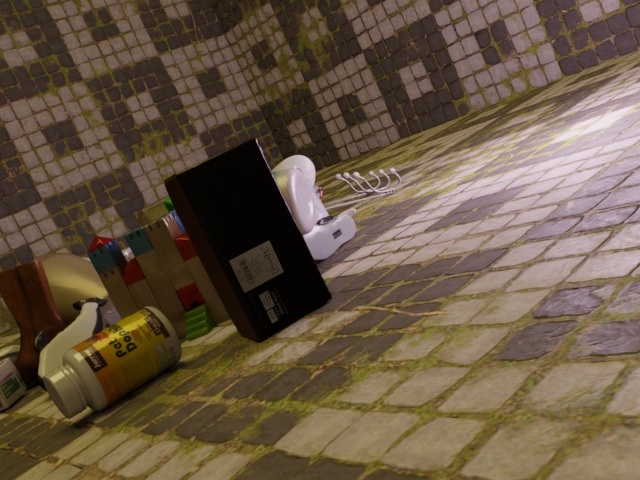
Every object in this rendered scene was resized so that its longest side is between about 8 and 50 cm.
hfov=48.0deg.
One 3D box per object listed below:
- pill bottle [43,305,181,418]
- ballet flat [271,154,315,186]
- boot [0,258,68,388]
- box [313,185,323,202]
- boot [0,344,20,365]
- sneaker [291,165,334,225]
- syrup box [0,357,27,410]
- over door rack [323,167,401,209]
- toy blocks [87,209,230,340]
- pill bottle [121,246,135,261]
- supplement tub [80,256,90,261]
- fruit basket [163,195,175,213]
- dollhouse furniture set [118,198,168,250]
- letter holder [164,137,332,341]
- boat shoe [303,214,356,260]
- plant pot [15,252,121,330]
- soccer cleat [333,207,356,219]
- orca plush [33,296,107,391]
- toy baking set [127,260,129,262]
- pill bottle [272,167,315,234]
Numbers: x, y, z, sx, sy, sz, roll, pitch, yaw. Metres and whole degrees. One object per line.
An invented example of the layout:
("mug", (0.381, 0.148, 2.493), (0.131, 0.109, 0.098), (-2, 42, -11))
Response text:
("pill bottle", (-0.354, 0.209, 1.226), (0.215, 0.117, 0.117), (-31, 11, -33))
("ballet flat", (-0.148, -0.048, 1.917), (0.400, 0.139, 0.139), (-48, 2, 17))
("boot", (-0.716, 0.207, 1.702), (0.264, 0.281, 0.096), (-21, 9, 24))
("box", (-0.028, -0.067, 1.904), (0.027, 0.137, 0.094), (14, 24, 20))
("boot", (-0.849, 0.366, 1.830), (0.258, 0.095, 0.123), (-40, 21, -29))
("sneaker", (-0.119, -0.036, 1.710), (0.137, 0.210, 0.365), (-17, 12, 46))
("syrup box", (-0.803, 0.364, 1.633), (0.236, 0.096, 0.093), (-23, 11, 10))
("over door rack", (0.057, -0.135, 2.145), (0.324, 0.108, 0.239), (-27, 8, -9))
("toy blocks", (-0.297, 0.059, 1.484), (0.381, 0.261, 0.191), (-22, 9, 17))
("pill bottle", (-0.531, 0.121, 2.005), (0.111, 0.187, 0.112), (-25, 9, 4))
("supplement tub", (-0.742, 0.178, 2.127), (0.228, 0.229, 0.316), (-32, 11, -36))
("fruit basket", (-0.248, -0.104, 2.262), (0.391, 0.283, 0.392), (-17, 21, 7))
("dollhouse furniture set", (-0.550, 0.062, 2.548), (0.362, 0.256, 0.394), (-32, -10, -42))
("letter holder", (-0.144, 0.001, 1.260), (0.152, 0.302, 0.214), (-29, 9, -22))
("boat shoe", (0.000, 0.000, 1.638), (0.070, 0.078, 0.219), (-18, 4, 36))
("plant pot", (-0.590, 0.171, 1.829), (0.273, 0.257, 0.256), (5, 27, 38))
("soccer cleat", (0.061, -0.061, 1.967), (0.083, 0.029, 0.036), (-25, 17, 22))
("orca plush", (-0.558, 0.246, 1.597), (0.151, 0.102, 0.287), (8, 33, -19))
("toy baking set", (-0.447, 0.115, 1.876), (0.030, 0.196, 0.256), (-56, 12, 2))
("pill bottle", (-0.154, -0.060, 1.553), (0.263, 0.146, 0.146), (-13, 12, 17))
